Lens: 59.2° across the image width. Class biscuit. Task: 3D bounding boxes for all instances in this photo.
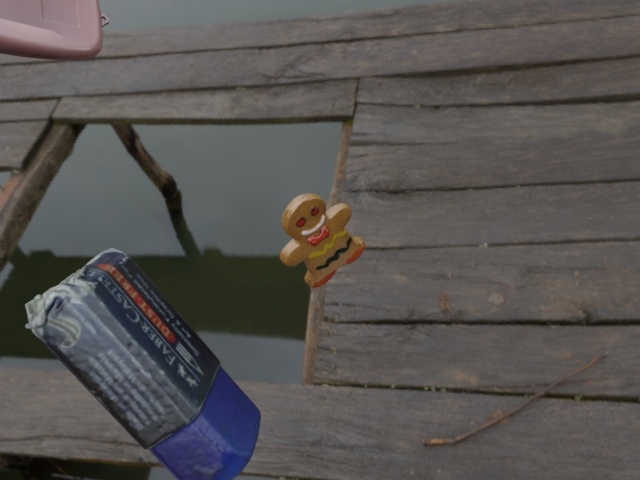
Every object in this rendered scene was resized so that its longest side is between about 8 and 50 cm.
[{"bbox_3d":[0.000,0.000,1.077,0.165,0.250,0.036,-39,53,-7],"label":"biscuit"}]

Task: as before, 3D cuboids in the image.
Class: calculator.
[{"bbox_3d":[-0.534,-0.423,0.979,0.330,0.048,0.219,-1,72,-38],"label":"calculator"}]

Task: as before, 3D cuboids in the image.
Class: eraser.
[{"bbox_3d":[-0.216,0.168,0.731,0.102,0.332,0.155,-36,12,11],"label":"eraser"}]
